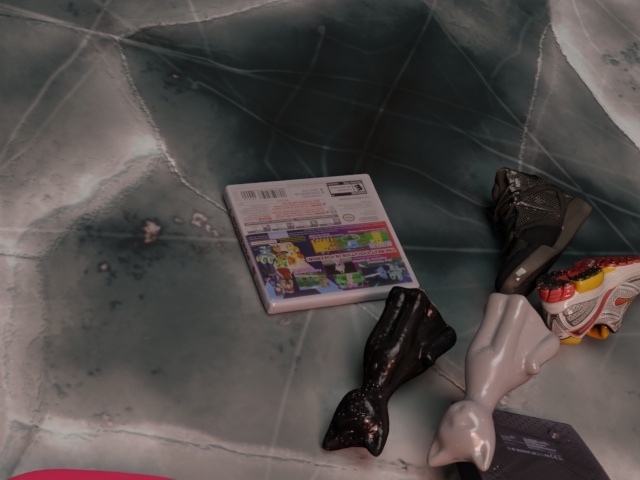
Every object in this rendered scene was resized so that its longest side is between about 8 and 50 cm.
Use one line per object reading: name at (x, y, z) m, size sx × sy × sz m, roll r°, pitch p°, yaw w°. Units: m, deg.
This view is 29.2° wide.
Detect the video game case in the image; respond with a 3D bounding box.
video game case at (0.000, 0.000, 1.509) m, size 0.201 × 0.023 × 0.183 m, roll -6°, pitch 55°, yaw -26°

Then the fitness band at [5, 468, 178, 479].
fitness band at (-0.205, 0.315, 1.136) m, size 0.290 × 0.054 × 0.209 m, roll 6°, pitch 50°, yaw -3°

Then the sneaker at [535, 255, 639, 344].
sneaker at (0.349, 0.073, 1.553) m, size 0.225 × 0.088 × 0.093 m, roll -15°, pitch 101°, yaw -42°

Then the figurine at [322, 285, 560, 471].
figurine at (0.127, 0.158, 1.336) m, size 0.214 × 0.092 × 0.209 m, roll 2°, pitch 45°, yaw 36°

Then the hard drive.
hard drive at (0.233, 0.269, 1.293) m, size 0.172 × 0.054 × 0.255 m, roll 13°, pitch 23°, yaw -17°

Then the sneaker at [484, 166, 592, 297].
sneaker at (0.250, -0.011, 1.573) m, size 0.130 × 0.087 × 0.227 m, roll 34°, pitch 46°, yaw 10°
